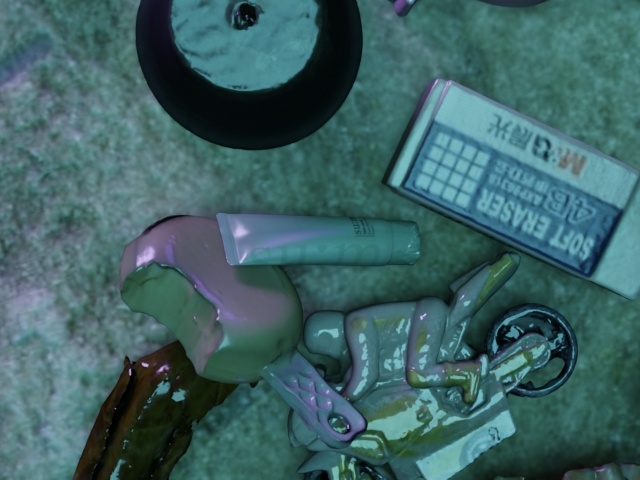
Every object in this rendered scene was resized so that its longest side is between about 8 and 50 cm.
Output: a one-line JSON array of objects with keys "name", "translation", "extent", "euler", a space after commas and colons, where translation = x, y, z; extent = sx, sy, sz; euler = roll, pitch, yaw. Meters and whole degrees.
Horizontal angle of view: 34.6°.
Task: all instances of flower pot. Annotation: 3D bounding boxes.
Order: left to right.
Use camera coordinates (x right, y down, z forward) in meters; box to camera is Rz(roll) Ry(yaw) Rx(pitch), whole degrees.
[{"name": "flower pot", "translation": [-0.070, -0.207, 0.996], "extent": [0.235, 0.148, 0.235], "euler": [0, 93, -2]}]

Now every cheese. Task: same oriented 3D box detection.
[{"name": "cheese", "translation": [-0.067, 0.089, 0.986], "extent": [0.286, 0.163, 0.082], "euler": [44, 127, 21]}]

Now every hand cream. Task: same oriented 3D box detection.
[{"name": "hand cream", "translation": [0.000, 0.000, 1.035], "extent": [0.205, 0.078, 0.050], "euler": [1, 132, -19]}]

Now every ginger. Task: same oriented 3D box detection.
[{"name": "ginger", "translation": [-0.179, 0.222, 1.043], "extent": [0.133, 0.107, 0.309], "euler": [28, 89, 1]}]

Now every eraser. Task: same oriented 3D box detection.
[{"name": "eraser", "translation": [0.213, -0.052, 1.050], "extent": [0.279, 0.081, 0.124], "euler": [25, 92, -3]}]

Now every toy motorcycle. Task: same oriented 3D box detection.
[{"name": "toy motorcycle", "translation": [0.086, 0.143, 1.050], "extent": [0.340, 0.108, 0.223], "euler": [-36, 86, 0]}]

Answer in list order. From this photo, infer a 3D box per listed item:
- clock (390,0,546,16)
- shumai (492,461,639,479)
[{"name": "clock", "translation": [0.169, -0.376, 1.026], "extent": [0.275, 0.080, 0.290], "euler": [-12, 94, -1]}, {"name": "shumai", "translation": [0.255, 0.339, 0.978], "extent": [0.267, 0.314, 0.262], "euler": [19, 89, 9]}]
